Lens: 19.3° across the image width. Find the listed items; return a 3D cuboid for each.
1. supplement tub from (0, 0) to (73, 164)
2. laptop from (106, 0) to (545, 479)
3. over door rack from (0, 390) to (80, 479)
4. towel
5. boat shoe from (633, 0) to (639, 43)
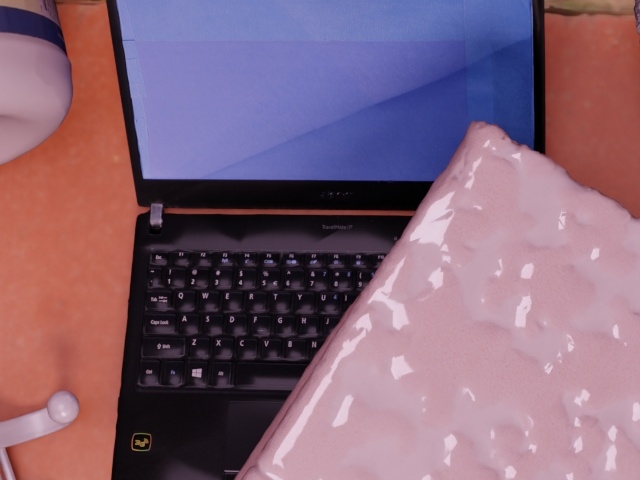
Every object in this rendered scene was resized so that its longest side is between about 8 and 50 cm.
[{"bbox_3d":[-0.277,-0.193,0.998,0.235,0.235,0.324,-15,82,7],"label":"supplement tub"},{"bbox_3d":[0.000,0.000,0.985,0.234,0.136,0.264,1,71,9],"label":"laptop"},{"bbox_3d":[-0.219,0.219,0.930,0.108,0.324,0.239,-30,77,50],"label":"over door rack"},{"bbox_3d":[0.126,0.152,0.937,0.332,0.053,0.317,33,85,-7],"label":"towel"},{"bbox_3d":[0.319,-0.117,0.969,0.301,0.108,0.102,-13,83,9],"label":"boat shoe"}]
